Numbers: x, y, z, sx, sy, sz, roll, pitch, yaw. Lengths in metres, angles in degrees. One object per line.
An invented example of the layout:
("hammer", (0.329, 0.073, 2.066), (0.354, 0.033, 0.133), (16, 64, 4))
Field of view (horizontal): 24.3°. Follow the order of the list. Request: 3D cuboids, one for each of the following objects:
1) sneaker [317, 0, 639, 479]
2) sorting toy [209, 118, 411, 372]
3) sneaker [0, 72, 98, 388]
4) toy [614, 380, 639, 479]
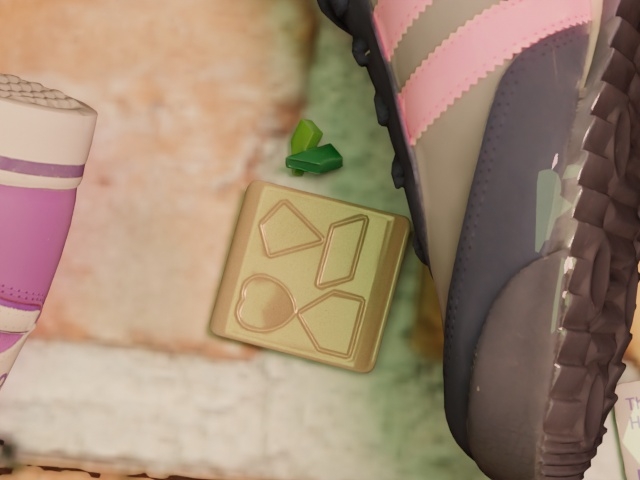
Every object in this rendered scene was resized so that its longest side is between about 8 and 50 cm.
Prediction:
("sneaker", (0.045, -0.075, 0.503), (0.131, 0.112, 0.319), (0, 75, 21))
("sorting toy", (0.000, 0.000, 0.525), (0.062, 0.012, 0.083), (14, 83, 11))
("sneaker", (-0.222, -0.003, 0.451), (0.282, 0.102, 0.161), (17, 101, -20))
("toy", (0.181, 0.150, 0.461), (0.137, 0.056, 0.237), (-8, 78, 1))
